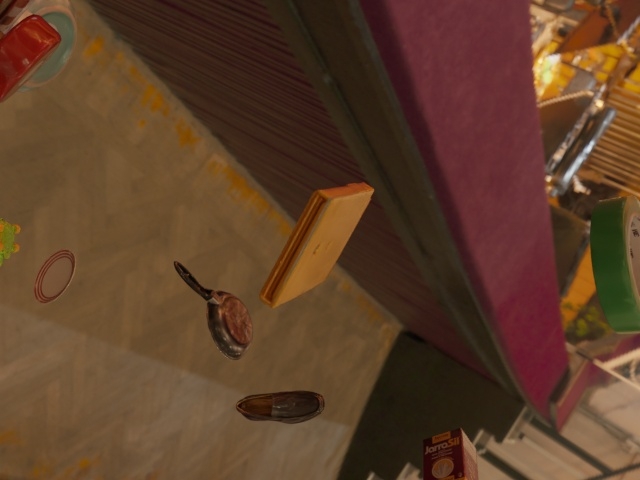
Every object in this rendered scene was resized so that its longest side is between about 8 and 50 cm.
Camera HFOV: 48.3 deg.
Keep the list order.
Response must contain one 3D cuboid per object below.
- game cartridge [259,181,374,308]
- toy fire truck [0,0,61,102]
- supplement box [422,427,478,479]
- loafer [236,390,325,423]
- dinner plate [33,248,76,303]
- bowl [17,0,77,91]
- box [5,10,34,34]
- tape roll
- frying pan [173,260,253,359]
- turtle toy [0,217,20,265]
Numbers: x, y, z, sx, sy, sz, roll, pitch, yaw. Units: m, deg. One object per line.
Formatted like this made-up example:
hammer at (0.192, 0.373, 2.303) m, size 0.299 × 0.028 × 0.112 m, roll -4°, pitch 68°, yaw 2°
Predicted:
game cartridge at (0.000, 0.000, 1.652) m, size 0.285 × 0.052 × 0.323 m, roll -61°, pitch 167°, yaw 17°
toy fire truck at (-0.412, -0.213, 0.798) m, size 0.302 × 0.254 × 0.169 m, roll -43°, pitch 110°, yaw 12°
supplement box at (0.153, 0.271, 0.840) m, size 0.043 × 0.055 × 0.083 m, roll 56°, pitch 22°, yaw -23°
loafer at (-0.077, 0.312, 1.335) m, size 0.061 × 0.170 × 0.062 m, roll 39°, pitch 43°, yaw -65°
dinner plate at (-0.623, 0.086, 1.681) m, size 0.141 × 0.141 × 0.017 m, roll -55°, pitch 138°, yaw -6°
bowl at (-0.624, -0.431, 1.468) m, size 0.311 × 0.163 × 0.311 m, roll -55°, pitch 170°, yaw -15°
box at (-0.660, -0.363, 1.239) m, size 0.063 × 0.324 × 0.067 m, roll -9°, pitch 99°, yaw -82°
tape roll at (0.721, 0.057, 1.677) m, size 0.321 × 0.077 × 0.321 m, roll 18°, pitch 67°, yaw -50°
frying pan at (-0.268, 0.169, 1.935) m, size 0.326 × 0.053 × 0.197 m, roll 67°, pitch 22°, yaw -9°
turtle toy at (-0.814, 0.008, 1.802) m, size 0.095 × 0.066 × 0.130 m, roll 16°, pitch 76°, yaw -80°
